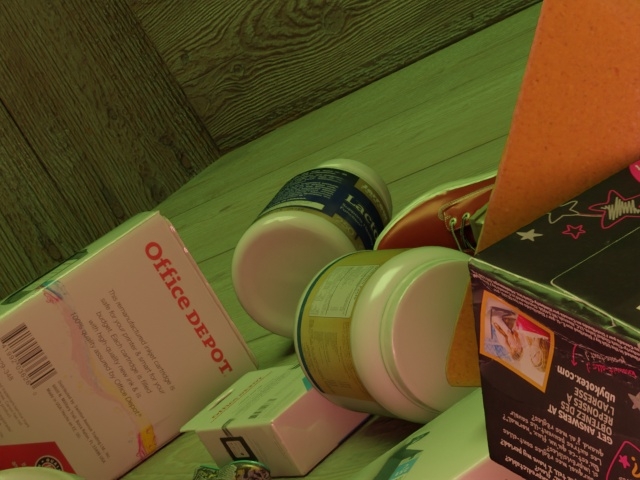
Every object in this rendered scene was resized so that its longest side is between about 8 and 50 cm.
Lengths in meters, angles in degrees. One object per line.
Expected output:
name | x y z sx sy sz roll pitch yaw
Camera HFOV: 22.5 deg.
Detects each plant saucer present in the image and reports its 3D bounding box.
plant saucer | 0.243 -0.067 1.044 0.333 0.081 0.333 -27 -37 -38

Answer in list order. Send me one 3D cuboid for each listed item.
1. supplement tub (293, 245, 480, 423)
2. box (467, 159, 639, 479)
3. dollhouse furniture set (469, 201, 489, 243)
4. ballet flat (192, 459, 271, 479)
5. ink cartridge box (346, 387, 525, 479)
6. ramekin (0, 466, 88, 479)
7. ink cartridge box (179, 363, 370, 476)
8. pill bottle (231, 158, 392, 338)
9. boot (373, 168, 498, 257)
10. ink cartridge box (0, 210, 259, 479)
supplement tub | 0.074 0.078 1.347 0.144 0.144 0.199 -35 11 -19
box | 0.227 0.043 0.868 0.247 0.142 0.163 -29 35 -28
dollhouse furniture set | 0.170 -0.003 1.398 0.182 0.101 0.161 13 41 43
ballet flat | -0.082 0.222 1.447 0.041 0.041 0.114 -38 12 -32
ink cartridge box | 0.114 0.168 1.035 0.296 0.066 0.261 -34 10 -12
ramekin | -0.239 0.280 1.166 0.273 0.127 0.273 -20 26 10
ink cartridge box | -0.042 0.167 1.498 0.104 0.060 0.180 -39 13 -31
pill bottle | 0.000 0.000 1.901 0.153 0.153 0.265 -28 12 22
boot | 0.164 -0.010 1.676 0.244 0.088 0.176 -26 13 10
ink cartridge box | -0.258 0.141 1.791 0.306 0.226 0.131 -34 12 -19
